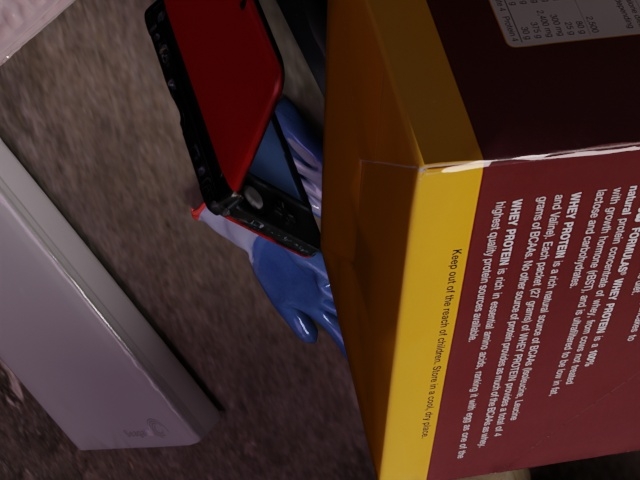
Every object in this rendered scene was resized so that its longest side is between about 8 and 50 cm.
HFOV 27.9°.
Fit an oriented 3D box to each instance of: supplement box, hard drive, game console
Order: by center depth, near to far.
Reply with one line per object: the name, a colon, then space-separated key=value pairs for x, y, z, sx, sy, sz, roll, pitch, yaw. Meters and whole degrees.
supplement box: x=0.108 y=-0.020 z=0.483 sx=0.194 sy=0.129 sz=0.191 roll=-7 pitch=141 yaw=-8
game console: x=-0.030 y=-0.082 z=0.646 sx=0.085 sy=0.144 sz=0.124 roll=-37 pitch=142 yaw=22
hard drive: x=-0.234 y=0.046 z=1.051 sx=0.203 sy=0.040 sz=0.307 roll=-13 pitch=118 yaw=50

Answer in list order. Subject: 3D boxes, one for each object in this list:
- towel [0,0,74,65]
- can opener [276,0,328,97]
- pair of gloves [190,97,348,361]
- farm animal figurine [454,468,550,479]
towel: x=-0.229 y=-0.269 z=0.689 sx=0.332 sy=0.053 sz=0.317 roll=50 pitch=144 yaw=-14
can opener: x=0.028 y=-0.057 z=0.636 sx=0.076 sy=0.095 sz=0.283 roll=-1 pitch=128 yaw=42
pair of gloves: x=0.000 y=0.000 z=0.791 sx=0.159 sy=0.023 sz=0.198 roll=41 pitch=146 yaw=0
farm animal figurine: x=0.101 y=0.247 z=0.858 sx=0.326 sy=0.172 sz=0.330 roll=34 pitch=139 yaw=-11
